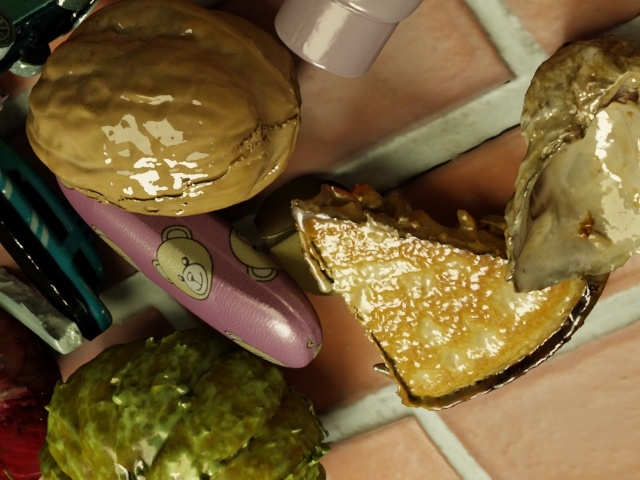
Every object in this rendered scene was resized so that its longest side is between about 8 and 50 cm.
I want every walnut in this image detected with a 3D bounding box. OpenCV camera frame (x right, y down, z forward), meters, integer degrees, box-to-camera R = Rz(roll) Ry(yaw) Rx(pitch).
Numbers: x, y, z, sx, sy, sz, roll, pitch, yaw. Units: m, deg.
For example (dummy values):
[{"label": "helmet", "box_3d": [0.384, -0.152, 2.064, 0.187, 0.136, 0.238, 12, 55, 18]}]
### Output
[{"label": "walnut", "box_3d": [-0.130, -0.115, 1.568, 0.245, 0.198, 0.198, 4, 126, 20]}]

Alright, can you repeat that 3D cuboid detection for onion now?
[{"label": "onion", "box_3d": [-0.381, 0.182, 1.912, 0.252, 0.219, 0.252, -1, 83, 8]}]

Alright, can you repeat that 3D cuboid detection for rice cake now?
[{"label": "rice cake", "box_3d": [-0.293, 0.067, 1.834, 0.180, 0.030, 0.042, 29, 148, 50]}]

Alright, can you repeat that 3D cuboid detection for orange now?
[{"label": "orange", "box_3d": [-0.130, 0.216, 1.800, 0.300, 0.223, 0.301, 38, 126, 1]}]

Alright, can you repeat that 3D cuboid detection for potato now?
[{"label": "potato", "box_3d": [0.000, 0.000, 1.673, 0.096, 0.066, 0.103, -23, 125, 2]}]

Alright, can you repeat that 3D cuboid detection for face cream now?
[{"label": "face cream", "box_3d": [0.064, -0.261, 1.447, 0.154, 0.096, 0.274, 33, 118, 4]}]

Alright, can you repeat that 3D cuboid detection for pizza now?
[{"label": "pizza", "box_3d": [0.093, 0.056, 1.649, 0.288, 0.074, 0.251, 16, 133, -4]}]

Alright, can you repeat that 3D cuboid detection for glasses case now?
[{"label": "glasses case", "box_3d": [-0.125, 0.008, 1.688, 0.316, 0.076, 0.123, 37, 160, 18]}]

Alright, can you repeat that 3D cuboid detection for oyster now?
[{"label": "oyster", "box_3d": [0.216, -0.067, 1.493, 0.107, 0.161, 0.233, 48, 144, 44]}]

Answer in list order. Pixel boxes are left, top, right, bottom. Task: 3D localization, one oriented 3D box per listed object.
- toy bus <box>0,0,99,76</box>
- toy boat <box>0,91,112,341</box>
[{"label": "toy bus", "box_3d": [-0.293, -0.207, 1.545, 0.147, 0.256, 0.128, 45, 131, 0]}, {"label": "toy boat", "box_3d": [-0.282, -0.036, 1.771, 0.299, 0.092, 0.134, 55, 162, -28]}]
